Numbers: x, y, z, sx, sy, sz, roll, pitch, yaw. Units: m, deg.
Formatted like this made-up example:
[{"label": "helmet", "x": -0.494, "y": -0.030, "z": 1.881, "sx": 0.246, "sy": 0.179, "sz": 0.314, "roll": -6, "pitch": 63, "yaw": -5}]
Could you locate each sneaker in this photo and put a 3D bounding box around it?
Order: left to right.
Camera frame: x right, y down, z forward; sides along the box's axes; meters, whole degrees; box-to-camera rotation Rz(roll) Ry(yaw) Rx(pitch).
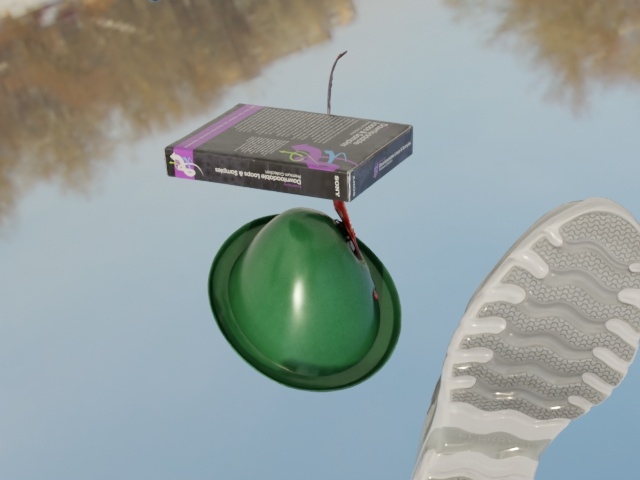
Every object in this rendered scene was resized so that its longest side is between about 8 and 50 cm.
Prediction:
[{"label": "sneaker", "x": 0.116, "y": 0.078, "z": 0.952, "sx": 0.105, "sy": 0.281, "sz": 0.115, "roll": 20, "pitch": -148, "yaw": -8}]

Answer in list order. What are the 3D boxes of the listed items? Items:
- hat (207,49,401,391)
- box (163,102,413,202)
[{"label": "hat", "x": 0.000, "y": 0.000, "z": 1.263, "sx": 0.173, "sy": 0.208, "sz": 0.183, "roll": -31, "pitch": 162, "yaw": -30}, {"label": "box", "x": -0.023, "y": -0.070, "z": 1.166, "sx": 0.162, "sy": 0.029, "sz": 0.116, "roll": 8, "pitch": -154, "yaw": 27}]
